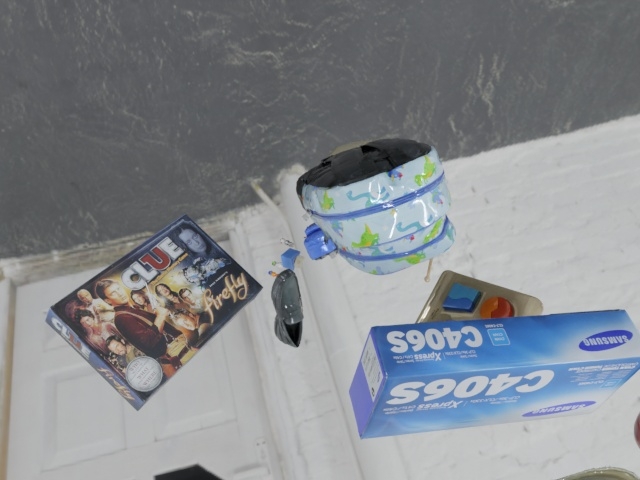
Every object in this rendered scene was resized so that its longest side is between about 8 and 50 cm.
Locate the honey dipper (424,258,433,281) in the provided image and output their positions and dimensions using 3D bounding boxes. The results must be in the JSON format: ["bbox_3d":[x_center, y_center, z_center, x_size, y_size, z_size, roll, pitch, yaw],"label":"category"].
[{"bbox_3d":[0.322,0.043,1.623,0.031,0.160,0.030,14,172,2],"label":"honey dipper"}]

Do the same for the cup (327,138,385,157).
[{"bbox_3d":[0.203,-0.153,1.583,0.237,0.330,0.331,-18,153,41],"label":"cup"}]

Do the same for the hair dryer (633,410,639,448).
[{"bbox_3d":[0.552,0.231,0.857,0.223,0.080,0.293,-61,152,-5],"label":"hair dryer"}]

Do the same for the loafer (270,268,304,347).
[{"bbox_3d":[-0.070,0.165,1.340,0.076,0.078,0.223,-28,136,-34],"label":"loafer"}]

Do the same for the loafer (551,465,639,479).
[{"bbox_3d":[0.278,0.321,0.624,0.269,0.101,0.092,-10,146,-20],"label":"loafer"}]

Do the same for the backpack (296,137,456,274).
[{"bbox_3d":[0.112,-0.079,1.051,0.291,0.273,0.355,-16,177,-5],"label":"backpack"}]

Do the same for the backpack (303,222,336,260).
[{"bbox_3d":[0.000,0.000,1.553,0.098,0.120,0.101,-29,98,17],"label":"backpack"}]

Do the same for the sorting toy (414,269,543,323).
[{"bbox_3d":[0.285,0.216,1.146,0.307,0.229,0.041,-59,139,-13],"label":"sorting toy"}]

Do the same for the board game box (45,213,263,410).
[{"bbox_3d":[-0.214,0.085,0.766,0.243,0.165,0.042,-45,177,-44],"label":"board game box"}]

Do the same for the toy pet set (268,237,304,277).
[{"bbox_3d":[-0.114,0.056,1.676,0.065,0.114,0.122,21,88,-54],"label":"toy pet set"}]

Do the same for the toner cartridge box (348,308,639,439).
[{"bbox_3d":[0.224,0.175,0.732,0.348,0.075,0.165,-2,139,-12],"label":"toner cartridge box"}]
